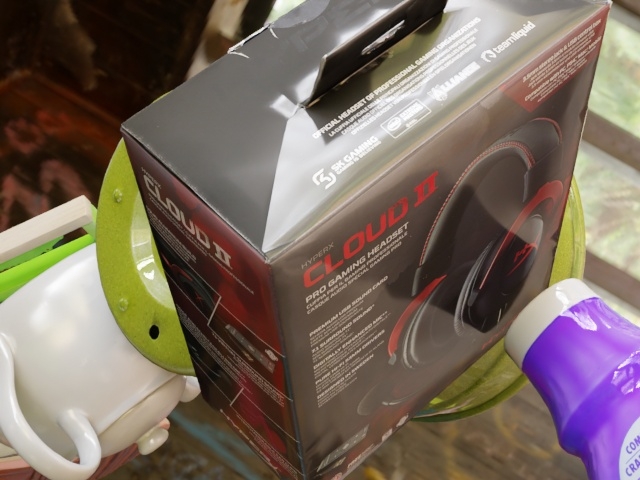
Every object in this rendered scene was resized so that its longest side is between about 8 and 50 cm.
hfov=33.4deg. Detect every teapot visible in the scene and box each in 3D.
[{"bbox_3d":[-0.219,0.130,1.038,0.256,0.187,0.252,-35,-6,-31],"label":"teapot"}]

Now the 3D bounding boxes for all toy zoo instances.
[{"bbox_3d":[-0.272,0.076,1.209,0.192,0.030,0.293,-23,-38,8],"label":"toy zoo"}]

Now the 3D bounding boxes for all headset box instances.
[{"bbox_3d":[0.029,-0.015,0.573,0.218,0.110,0.293,-37,-30,-22],"label":"headset box"}]

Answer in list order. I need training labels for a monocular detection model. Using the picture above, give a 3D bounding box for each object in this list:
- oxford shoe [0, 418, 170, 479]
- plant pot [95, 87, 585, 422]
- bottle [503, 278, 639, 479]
[{"bbox_3d":[-0.365,0.233,1.281,0.397,0.147,0.140,-5,-32,-42],"label":"oxford shoe"},{"bbox_3d":[0.000,0.000,0.984,0.353,0.366,0.366,3,-59,-52],"label":"plant pot"},{"bbox_3d":[0.217,0.137,0.595,0.118,0.283,0.092,-43,-33,5],"label":"bottle"}]
